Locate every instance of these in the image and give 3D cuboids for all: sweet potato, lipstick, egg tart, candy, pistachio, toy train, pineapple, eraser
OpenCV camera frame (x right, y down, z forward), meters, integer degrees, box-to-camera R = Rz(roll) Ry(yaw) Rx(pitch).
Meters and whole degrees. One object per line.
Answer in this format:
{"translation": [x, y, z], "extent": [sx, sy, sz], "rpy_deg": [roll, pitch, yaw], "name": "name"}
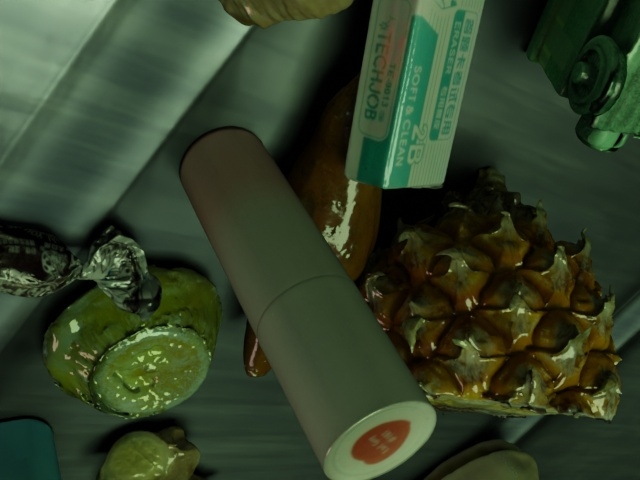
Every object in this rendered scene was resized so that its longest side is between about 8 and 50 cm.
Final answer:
{"translation": [0.002, -0.005, 0.780], "extent": [0.112, 0.112, 0.359], "rpy_deg": [-5, 131, -28], "name": "sweet potato"}
{"translation": [-0.025, 0.033, 0.633], "extent": [0.087, 0.327, 0.087], "rpy_deg": [-17, 137, -17], "name": "lipstick"}
{"translation": [-0.182, 0.110, 0.801], "extent": [0.197, 0.078, 0.197], "rpy_deg": [-17, 134, -18], "name": "egg tart"}
{"translation": [-0.246, 0.026, 0.680], "extent": [0.226, 0.094, 0.051], "rpy_deg": [9, 160, -31], "name": "candy"}
{"translation": [0.254, 0.487, 1.350], "extent": [0.226, 0.208, 0.332], "rpy_deg": [39, 99, -3], "name": "pistachio"}
{"translation": [0.291, -0.231, 0.677], "extent": [0.120, 0.202, 0.301], "rpy_deg": [10, 127, -9], "name": "toy train"}
{"translation": [0.117, 0.028, 0.808], "extent": [0.344, 0.286, 0.209], "rpy_deg": [-7, 157, 42], "name": "pineapple"}
{"translation": [0.084, -0.156, 0.664], "extent": [0.095, 0.052, 0.225], "rpy_deg": [-9, 116, -46], "name": "eraser"}

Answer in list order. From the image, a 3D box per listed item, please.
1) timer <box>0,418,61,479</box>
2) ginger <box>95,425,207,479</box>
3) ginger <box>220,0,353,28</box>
{"translation": [-0.411, 0.308, 0.842], "extent": [0.249, 0.091, 0.232], "rpy_deg": [-3, 131, -25], "name": "timer"}
{"translation": [-0.203, 0.310, 0.986], "extent": [0.137, 0.074, 0.213], "rpy_deg": [-25, 144, -9], "name": "ginger"}
{"translation": [-0.045, -0.241, 0.461], "extent": [0.130, 0.221, 0.276], "rpy_deg": [-26, 147, 7], "name": "ginger"}
